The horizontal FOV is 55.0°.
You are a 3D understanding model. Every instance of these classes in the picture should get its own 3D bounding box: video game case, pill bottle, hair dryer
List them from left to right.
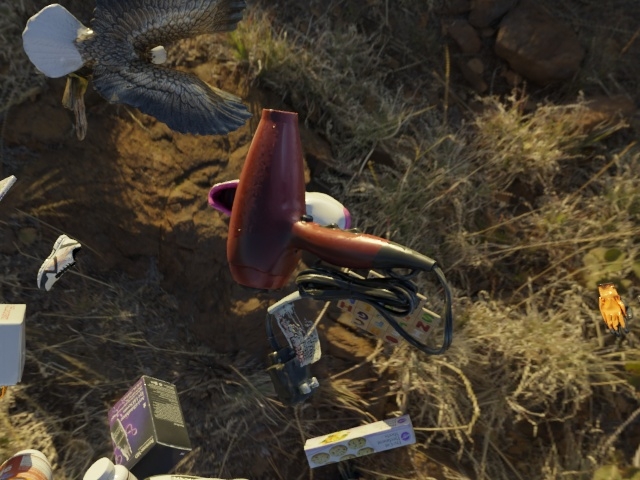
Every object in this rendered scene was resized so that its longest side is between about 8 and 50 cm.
[{"bbox_3d":[-0.612,-0.064,1.118,0.011,0.087,0.122,54,30,-35],"label":"video game case"},{"bbox_3d":[-0.654,0.541,1.344,0.121,0.216,0.121,-1,93,-19],"label":"pill bottle"},{"bbox_3d":[-0.419,0.527,1.282,0.086,0.086,0.152,-42,114,-15],"label":"pill bottle"},{"bbox_3d":[0.000,0.000,0.612,0.224,0.080,0.293,-32,77,29],"label":"hair dryer"}]

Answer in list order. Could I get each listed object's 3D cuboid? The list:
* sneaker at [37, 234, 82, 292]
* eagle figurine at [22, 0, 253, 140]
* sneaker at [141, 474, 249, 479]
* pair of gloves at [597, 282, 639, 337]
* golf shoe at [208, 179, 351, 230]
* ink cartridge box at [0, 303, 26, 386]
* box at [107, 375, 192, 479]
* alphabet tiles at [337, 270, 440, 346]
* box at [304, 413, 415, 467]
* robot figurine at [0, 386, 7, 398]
[{"bbox_3d":[-0.460,0.044,1.085,0.044,0.040,0.109,20,70,0],"label":"sneaker"},{"bbox_3d":[-0.270,-0.289,0.956,0.298,0.226,0.225,2,50,17],"label":"eagle figurine"},{"bbox_3d":[-0.244,0.523,1.203,0.331,0.146,0.122,2,76,-21],"label":"sneaker"},{"bbox_3d":[0.401,0.086,0.783,0.083,0.010,0.074,-5,62,14],"label":"pair of gloves"},{"bbox_3d":[-0.090,-0.056,1.231,0.306,0.140,0.115,13,96,28],"label":"golf shoe"},{"bbox_3d":[-0.520,0.141,0.839,0.212,0.154,0.093,4,93,-23],"label":"ink cartridge box"},{"bbox_3d":[-0.422,0.467,1.510,0.153,0.207,0.108,-46,133,13],"label":"box"},{"bbox_3d":[0.191,0.209,1.808,0.285,0.342,0.011,27,59,8],"label":"alphabet tiles"},{"bbox_3d":[0.114,0.589,1.804,0.324,0.063,0.067,-16,98,8],"label":"box"},{"bbox_3d":[-0.748,0.324,1.264,0.211,0.291,0.085,-10,106,-11],"label":"robot figurine"}]
